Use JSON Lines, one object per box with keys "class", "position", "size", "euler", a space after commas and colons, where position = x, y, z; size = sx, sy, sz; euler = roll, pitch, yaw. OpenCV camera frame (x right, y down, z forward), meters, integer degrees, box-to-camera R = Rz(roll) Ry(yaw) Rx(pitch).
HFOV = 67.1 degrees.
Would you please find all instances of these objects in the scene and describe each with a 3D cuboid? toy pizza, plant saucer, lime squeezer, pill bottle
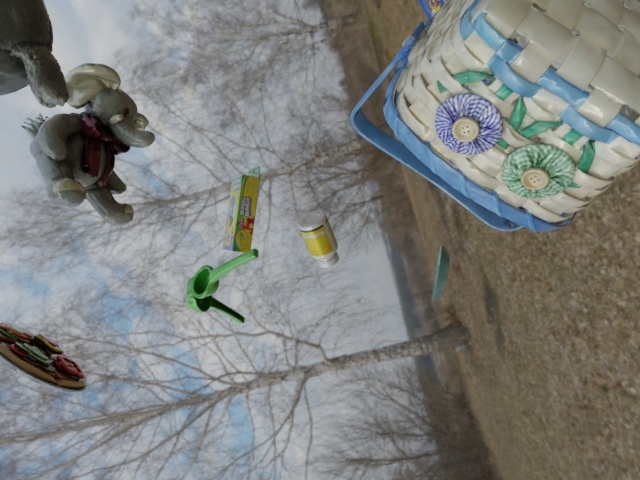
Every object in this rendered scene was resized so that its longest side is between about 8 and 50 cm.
{"class": "toy pizza", "position": [-0.485, 0.194, 0.833], "size": [0.201, 0.032, 0.201], "euler": [34, 167, 9]}
{"class": "plant saucer", "position": [0.250, 0.069, 0.994], "size": [0.119, 0.021, 0.120], "euler": [9, -90, -78]}
{"class": "lime squeezer", "position": [-0.176, 0.089, 0.823], "size": [0.310, 0.109, 0.059], "euler": [114, 175, -59]}
{"class": "pill bottle", "position": [0.000, 0.000, 1.036], "size": [0.065, 0.065, 0.116], "euler": [-91, -19, -59]}

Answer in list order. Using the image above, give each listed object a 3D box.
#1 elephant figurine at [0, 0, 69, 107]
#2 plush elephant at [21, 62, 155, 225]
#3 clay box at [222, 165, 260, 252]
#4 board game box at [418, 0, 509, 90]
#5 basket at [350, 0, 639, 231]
{"class": "elephant figurine", "position": [-0.330, -0.178, 0.322], "size": [0.239, 0.185, 0.170], "euler": [-5, -84, -48]}
{"class": "plush elephant", "position": [-0.499, -0.233, 1.101], "size": [0.330, 0.255, 0.272], "euler": [49, 178, 17]}
{"class": "clay box", "position": [-0.205, -0.082, 1.249], "size": [0.127, 0.053, 0.222], "euler": [-178, 95, -68]}
{"class": "board game box", "position": [0.187, -0.284, 0.571], "size": [0.201, 0.136, 0.035], "euler": [62, 157, 4]}
{"class": "basket", "position": [0.174, -0.128, 0.497], "size": [0.201, 0.254, 0.289], "euler": [-58, 2, -18]}
